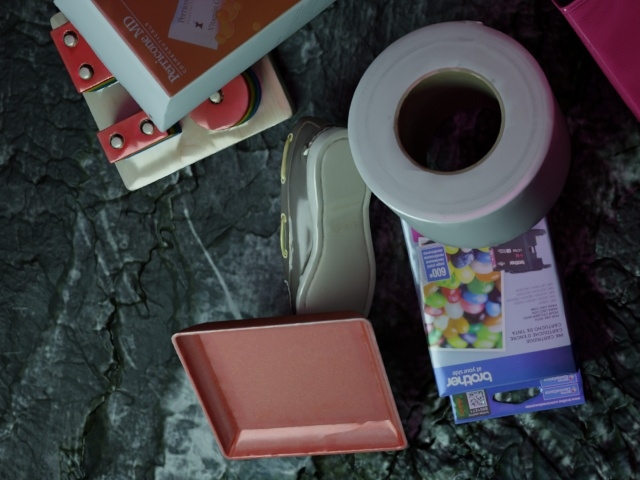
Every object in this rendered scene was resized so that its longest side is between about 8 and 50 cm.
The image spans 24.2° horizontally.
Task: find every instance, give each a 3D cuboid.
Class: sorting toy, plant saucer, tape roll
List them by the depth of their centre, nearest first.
[{"bbox_3d":[0.171,-0.123,1.800,0.246,0.169,0.246,-3,79,16],"label":"tape roll"},{"bbox_3d":[-0.033,0.182,1.939,0.258,0.048,0.259,-6,134,14],"label":"plant saucer"},{"bbox_3d":[-0.203,-0.227,1.946,0.255,0.089,0.257,-24,93,15],"label":"sorting toy"}]

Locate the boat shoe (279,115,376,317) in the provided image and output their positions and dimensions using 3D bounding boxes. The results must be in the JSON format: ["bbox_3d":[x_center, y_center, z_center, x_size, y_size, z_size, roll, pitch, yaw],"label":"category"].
[{"bbox_3d":[0.000,0.000,1.931,0.096,0.116,0.324,32,128,50],"label":"boat shoe"}]

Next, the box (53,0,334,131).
[{"bbox_3d":[-0.120,-0.329,1.797,0.345,0.168,0.215,-39,89,-14],"label":"box"}]

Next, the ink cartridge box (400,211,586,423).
[{"bbox_3d":[0.222,0.080,1.915,0.185,0.065,0.311,-11,98,15],"label":"ink cartridge box"}]

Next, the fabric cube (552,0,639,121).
[{"bbox_3d":[0.427,-0.264,1.682,0.259,0.254,0.258,-35,109,15],"label":"fabric cube"}]
